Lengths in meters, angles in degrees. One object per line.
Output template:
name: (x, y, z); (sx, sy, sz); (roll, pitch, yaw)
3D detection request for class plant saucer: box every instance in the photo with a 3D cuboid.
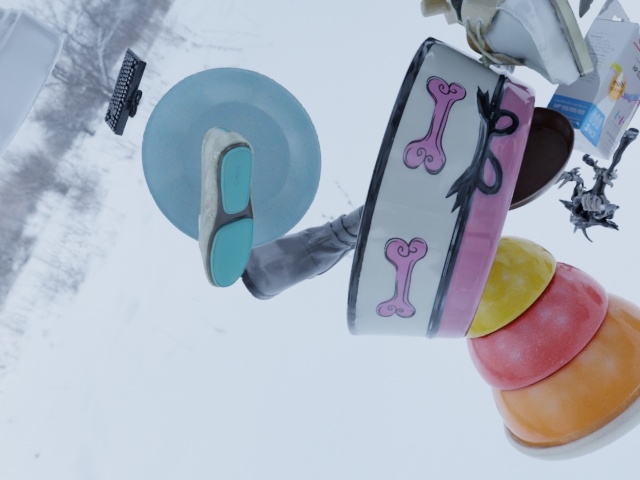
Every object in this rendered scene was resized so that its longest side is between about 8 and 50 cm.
plant saucer: (0.232, -0.095, 0.772); (0.168, 0.029, 0.168); (-28, 38, 24)
plant saucer: (-0.094, -0.087, 0.678); (0.195, 0.195, 0.037); (-52, 5, 16)

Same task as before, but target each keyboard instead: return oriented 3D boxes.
keyboard: (-0.430, -0.321, 1.379); (0.108, 0.023, 0.180); (43, 118, 31)

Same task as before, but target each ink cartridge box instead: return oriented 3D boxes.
ink cartridge box: (0.373, -0.210, 0.806); (0.061, 0.104, 0.181); (32, 97, 46)

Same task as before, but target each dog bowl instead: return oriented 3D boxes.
dog bowl: (0.166, -0.050, 0.836); (0.408, 0.150, 0.408); (15, -90, -78)

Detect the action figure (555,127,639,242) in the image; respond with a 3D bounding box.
action figure: (0.586, -0.120, 1.367); (0.164, 0.141, 0.276); (44, 134, 49)

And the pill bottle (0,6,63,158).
pill bottle: (-0.413, -0.198, 0.489); (0.210, 0.363, 0.210); (-34, 40, 33)

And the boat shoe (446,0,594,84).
boat shoe: (0.221, -0.247, 0.722); (0.103, 0.113, 0.302); (-24, 31, 16)

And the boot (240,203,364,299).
boot: (0.000, 0.000, 1.176); (0.222, 0.118, 0.338); (-28, -2, 25)

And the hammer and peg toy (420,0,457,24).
hammer and peg toy: (0.241, -0.638, 1.203); (0.361, 0.127, 0.266); (80, 177, -65)

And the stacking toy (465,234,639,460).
stacking toy: (0.342, 0.107, 1.110); (0.350, 0.480, 0.350); (-42, 4, 3)

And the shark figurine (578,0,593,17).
shark figurine: (0.347, -0.449, 0.876); (0.116, 0.278, 0.166); (-30, 66, 18)

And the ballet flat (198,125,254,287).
ballet flat: (-0.094, -0.032, 0.609); (0.052, 0.057, 0.168); (40, 131, 38)

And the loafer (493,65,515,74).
loafer: (0.447, -0.454, 1.557); (0.220, 0.078, 0.080); (-22, -53, -79)
